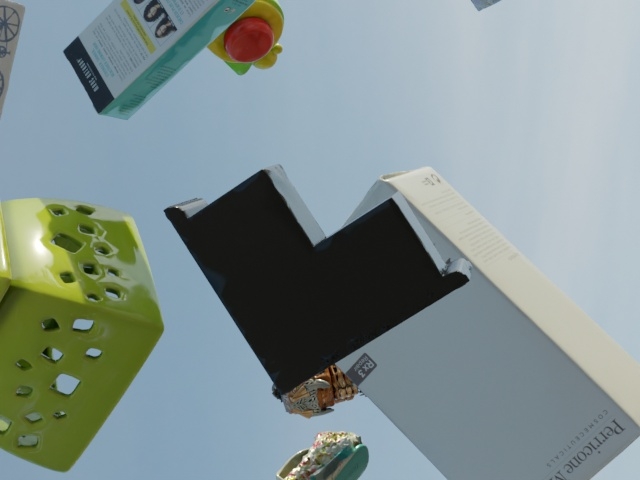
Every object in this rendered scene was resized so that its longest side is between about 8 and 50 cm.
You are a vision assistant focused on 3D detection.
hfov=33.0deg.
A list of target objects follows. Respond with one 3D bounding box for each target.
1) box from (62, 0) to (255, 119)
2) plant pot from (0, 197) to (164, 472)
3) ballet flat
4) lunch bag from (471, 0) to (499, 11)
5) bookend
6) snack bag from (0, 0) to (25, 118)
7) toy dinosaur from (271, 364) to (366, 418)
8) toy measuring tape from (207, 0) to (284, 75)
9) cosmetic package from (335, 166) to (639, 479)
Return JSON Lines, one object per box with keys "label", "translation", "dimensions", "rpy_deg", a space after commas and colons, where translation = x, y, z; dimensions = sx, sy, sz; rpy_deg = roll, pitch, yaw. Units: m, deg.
{"label": "box", "translation": [-0.183, -0.255, 1.261], "dimensions": [0.244, 0.101, 0.060], "rpy_deg": [-38, -18, 21]}
{"label": "plant pot", "translation": [-0.325, 0.081, 1.169], "dimensions": [0.207, 0.228, 0.227], "rpy_deg": [23, -67, -34]}
{"label": "ballet flat", "translation": [-0.029, 0.299, 1.262], "dimensions": [0.241, 0.077, 0.091], "rpy_deg": [-32, -52, -52]}
{"label": "lunch bag", "translation": [0.197, -0.310, 1.228], "dimensions": [0.071, 0.083, 0.053], "rpy_deg": [55, -159, -12]}
{"label": "bookend", "translation": [0.000, 0.000, 0.774], "dimensions": [0.157, 0.156, 0.072], "rpy_deg": [57, -168, -1]}
{"label": "snack bag", "translation": [-0.435, -0.094, 0.879], "dimensions": [0.342, 0.037, 0.323], "rpy_deg": [16, -94, -35]}
{"label": "toy dinosaur", "translation": [0.071, 0.154, 1.510], "dimensions": [0.321, 0.218, 0.164], "rpy_deg": [0, -76, -34]}
{"label": "toy measuring tape", "translation": [-0.137, -0.325, 1.422], "dimensions": [0.330, 0.121, 0.121], "rpy_deg": [39, -111, -53]}
{"label": "cosmetic package", "translation": [0.171, 0.123, 1.236], "dimensions": [0.217, 0.385, 0.156], "rpy_deg": [-53, -16, 24]}
